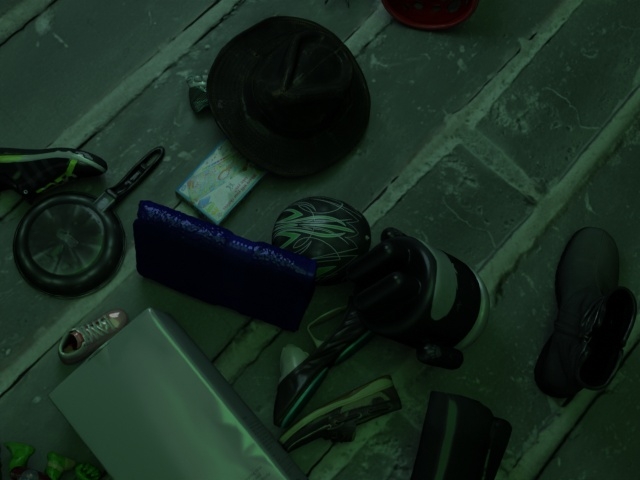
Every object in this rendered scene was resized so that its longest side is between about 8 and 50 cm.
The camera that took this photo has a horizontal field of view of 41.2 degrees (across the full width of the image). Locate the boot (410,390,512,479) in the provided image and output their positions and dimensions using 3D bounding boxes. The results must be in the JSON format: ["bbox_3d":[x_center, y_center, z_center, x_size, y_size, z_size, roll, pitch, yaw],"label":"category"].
[{"bbox_3d":[0.150,0.440,1.271,0.146,0.367,0.445,16,74,26],"label":"boot"}]

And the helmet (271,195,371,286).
[{"bbox_3d":[0.000,0.000,1.480,0.169,0.161,0.169,2,73,-6],"label":"helmet"}]

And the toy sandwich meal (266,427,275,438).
[{"bbox_3d":[-0.115,0.352,1.433,0.085,0.029,0.086,3,72,-9],"label":"toy sandwich meal"}]

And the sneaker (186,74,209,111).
[{"bbox_3d":[-0.170,-0.268,1.605,0.166,0.065,0.076,2,94,-6],"label":"sneaker"}]

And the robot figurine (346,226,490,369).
[{"bbox_3d":[0.163,0.095,1.421,0.173,0.278,0.209,10,80,43],"label":"robot figurine"}]

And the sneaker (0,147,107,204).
[{"bbox_3d":[-0.494,-0.108,1.510,0.234,0.084,0.097,0,80,2],"label":"sneaker"}]

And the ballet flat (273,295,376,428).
[{"bbox_3d":[-0.005,0.199,1.464,0.096,0.095,0.280,40,63,16],"label":"ballet flat"}]

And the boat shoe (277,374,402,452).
[{"bbox_3d":[0.038,0.305,1.436,0.223,0.080,0.073,-26,73,-17],"label":"boat shoe"}]

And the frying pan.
[{"bbox_3d":[-0.387,-0.026,1.510,0.326,0.053,0.197,-27,79,-10],"label":"frying pan"}]

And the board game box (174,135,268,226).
[{"bbox_3d":[-0.178,-0.111,1.565,0.103,0.026,0.154,39,73,6],"label":"board game box"}]

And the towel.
[{"bbox_3d":[-0.157,0.039,1.422,0.308,0.228,0.076,20,59,1],"label":"towel"}]

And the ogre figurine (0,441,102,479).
[{"bbox_3d":[-0.462,0.390,1.349,0.197,0.097,0.118,23,60,-11],"label":"ogre figurine"}]

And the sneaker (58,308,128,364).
[{"bbox_3d":[-0.385,0.159,1.439,0.134,0.070,0.051,-36,78,-16],"label":"sneaker"}]

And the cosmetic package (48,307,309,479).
[{"bbox_3d":[-0.216,0.317,1.346,0.217,0.156,0.385,-39,79,-2],"label":"cosmetic package"}]

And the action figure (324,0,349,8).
[{"bbox_3d":[0.056,-0.607,1.681,0.164,0.141,0.276,9,72,12],"label":"action figure"}]

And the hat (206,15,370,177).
[{"bbox_3d":[-0.030,-0.282,1.540,0.331,0.134,0.331,6,76,-23],"label":"hat"}]

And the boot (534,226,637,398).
[{"bbox_3d":[0.483,0.110,1.466,0.118,0.223,0.338,16,72,0],"label":"boot"}]

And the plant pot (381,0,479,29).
[{"bbox_3d":[0.217,-0.534,1.656,0.191,0.191,0.174,9,65,-3],"label":"plant pot"}]
